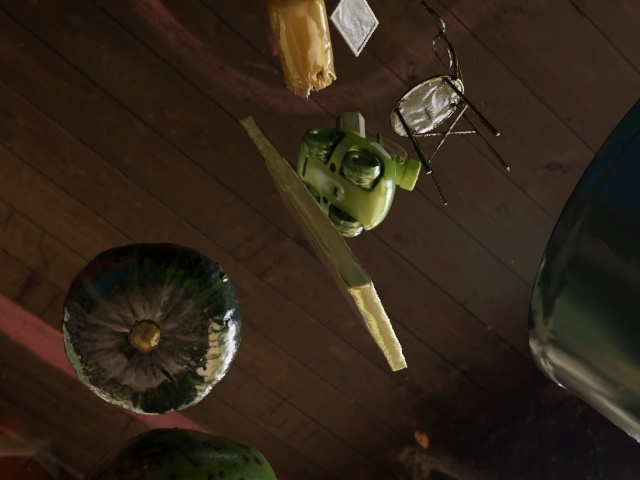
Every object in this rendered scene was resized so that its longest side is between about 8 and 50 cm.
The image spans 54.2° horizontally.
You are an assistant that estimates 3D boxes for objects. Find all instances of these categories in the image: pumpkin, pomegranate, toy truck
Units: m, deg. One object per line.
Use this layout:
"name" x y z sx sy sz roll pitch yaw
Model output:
"pumpkin" -0.199 0.100 0.749 0.212 0.152 0.211 -1 -86 -14
"pomegranate" -0.155 0.341 0.689 0.254 0.270 0.254 -15 -27 -8
"toy truck" 0.056 -0.118 1.059 0.187 0.210 0.148 26 -52 18

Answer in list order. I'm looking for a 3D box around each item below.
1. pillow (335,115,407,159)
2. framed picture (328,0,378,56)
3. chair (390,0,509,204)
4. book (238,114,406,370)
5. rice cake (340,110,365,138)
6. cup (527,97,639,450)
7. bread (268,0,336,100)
"pillow" 0.126 -0.224 1.512 0.208 0.212 0.052 25 -65 -8
"framed picture" 0.049 -0.318 0.899 0.007 0.066 0.089 26 -9 37
"chair" 0.202 -0.246 1.119 0.170 0.325 0.160 -30 -29 11
"book" 0.000 0.000 0.711 0.026 0.289 0.201 -31 -38 -4
"rice cake" 0.068 -0.149 1.223 0.052 0.256 0.057 -20 -35 30
"cup" 0.284 0.084 0.302 0.242 0.292 0.307 5 -67 -39
"bread" -0.033 -0.332 1.011 0.085 0.134 0.173 -15 -51 -3
